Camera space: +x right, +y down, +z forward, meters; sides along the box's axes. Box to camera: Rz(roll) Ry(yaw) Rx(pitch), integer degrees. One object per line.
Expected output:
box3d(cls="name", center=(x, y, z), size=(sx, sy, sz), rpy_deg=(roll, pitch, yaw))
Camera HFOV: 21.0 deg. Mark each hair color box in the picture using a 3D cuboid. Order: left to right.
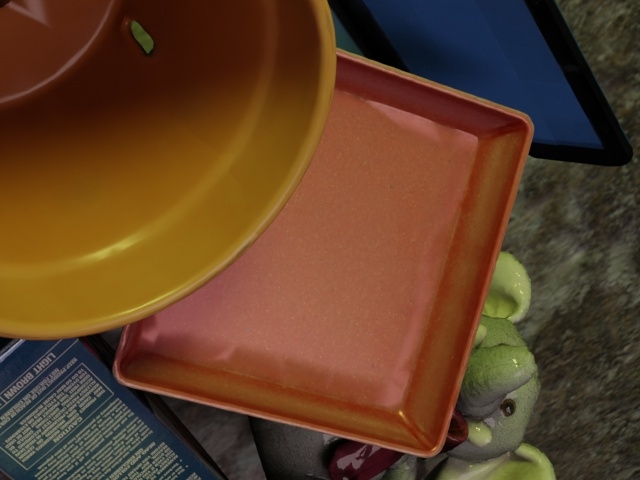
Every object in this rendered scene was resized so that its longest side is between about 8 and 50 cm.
box3d(cls="hair color box", center=(-0.188, 0.119, 1.255), size=(0.105, 0.174, 0.347), rpy_deg=(-41, 141, -5))

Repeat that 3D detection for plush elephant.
box3d(cls="plush elephant", center=(0.072, 0.131, 1.395), size=(0.255, 0.271, 0.330), rpy_deg=(-16, 171, 0))

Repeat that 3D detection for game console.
box3d(cls="game console", center=(0.054, -0.090, 1.277), size=(0.250, 0.173, 0.293), rpy_deg=(-43, 141, -1))

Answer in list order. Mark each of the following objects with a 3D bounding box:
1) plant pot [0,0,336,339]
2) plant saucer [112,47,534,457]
box3d(cls="plant pot", center=(-0.165, -0.114, 1.035), size=(0.291, 0.203, 0.291), rpy_deg=(-20, 133, -23))
box3d(cls="plant saucer", center=(0.000, 0.000, 1.204), size=(0.259, 0.048, 0.258), rpy_deg=(16, 89, -25))
